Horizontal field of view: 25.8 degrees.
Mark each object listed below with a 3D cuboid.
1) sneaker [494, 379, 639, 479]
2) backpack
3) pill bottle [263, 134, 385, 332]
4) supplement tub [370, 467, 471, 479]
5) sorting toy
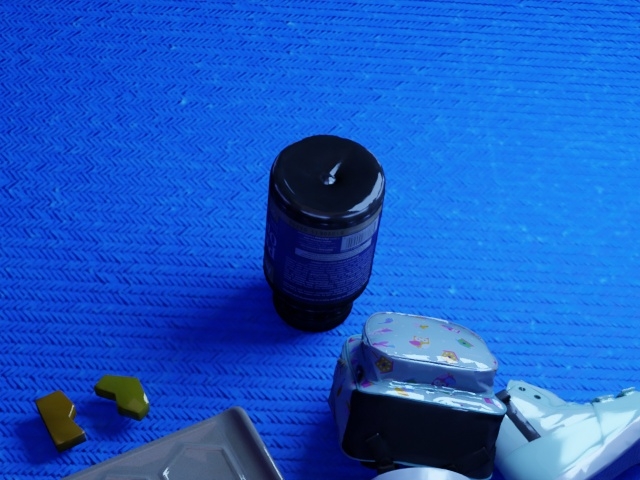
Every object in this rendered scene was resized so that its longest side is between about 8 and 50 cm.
[{"bbox_3d":[0.283,0.175,1.483,0.256,0.094,0.151,-28,56,-26],"label":"sneaker"},{"bbox_3d":[0.093,0.151,1.423,0.166,0.144,0.188,7,8,-10],"label":"backpack"},{"bbox_3d":[0.000,0.000,1.513,0.122,0.219,0.123,3,51,-4],"label":"pill bottle"},{"bbox_3d":[0.096,0.329,1.305,0.144,0.144,0.200,3,51,-3],"label":"supplement tub"},{"bbox_3d":[-0.159,0.259,1.410,0.229,0.041,0.307,-23,57,-17],"label":"sorting toy"}]
